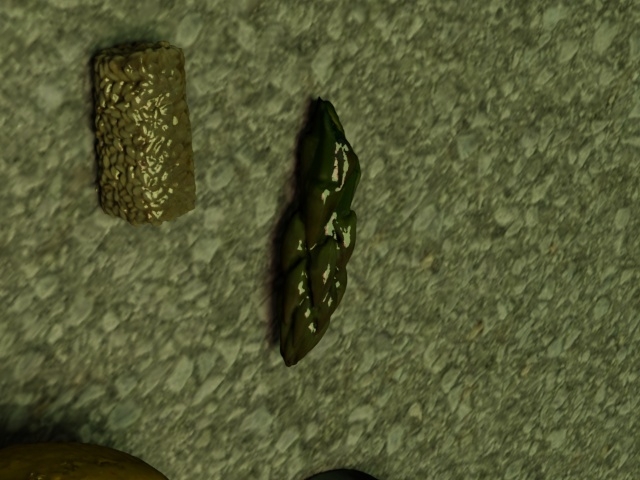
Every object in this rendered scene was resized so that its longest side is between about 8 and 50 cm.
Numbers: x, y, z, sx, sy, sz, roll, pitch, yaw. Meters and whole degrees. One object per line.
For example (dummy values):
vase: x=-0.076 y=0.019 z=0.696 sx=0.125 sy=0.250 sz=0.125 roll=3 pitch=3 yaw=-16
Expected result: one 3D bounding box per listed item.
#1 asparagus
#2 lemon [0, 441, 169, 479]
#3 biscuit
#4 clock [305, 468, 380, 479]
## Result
asparagus: x=0.000 y=0.000 z=1.291 sx=0.080 sy=0.080 sz=0.287 roll=2 pitch=108 yaw=-40
lemon: x=-0.229 y=0.307 z=1.110 sx=0.310 sy=0.258 sz=0.258 roll=4 pitch=106 yaw=-44
biscuit: x=-0.157 y=-0.095 z=1.125 sx=0.082 sy=0.070 sz=0.168 roll=-20 pitch=119 yaw=-43
clock: x=0.007 y=0.403 z=1.487 sx=0.280 sy=0.055 sz=0.280 roll=-17 pitch=118 yaw=-34
